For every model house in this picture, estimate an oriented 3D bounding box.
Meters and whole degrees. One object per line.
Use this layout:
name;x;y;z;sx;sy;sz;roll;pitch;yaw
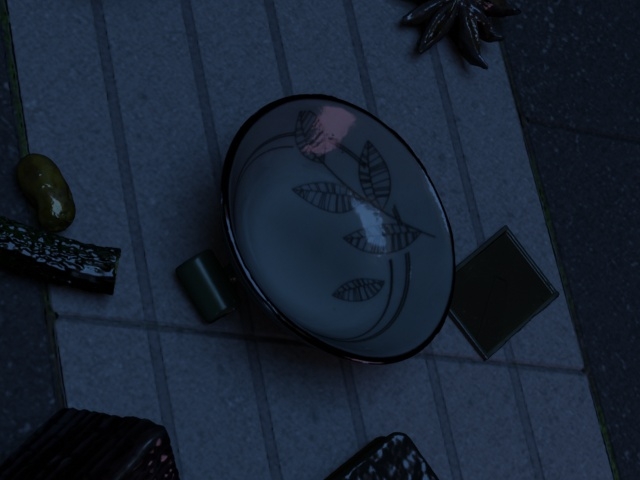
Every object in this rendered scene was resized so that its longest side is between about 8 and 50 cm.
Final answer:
model house;-0.211;0.285;1.206;0.230;0.249;0.280;45;57;-4

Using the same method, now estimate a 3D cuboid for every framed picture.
framed picture;0.210;0.061;1.650;0.149;0.011;0.109;-36;87;-33

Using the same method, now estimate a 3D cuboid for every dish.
dish;0.000;0.000;1.500;0.316;0.106;0.316;19;59;-33

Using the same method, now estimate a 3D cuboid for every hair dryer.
hair dryer;-0.086;0.031;1.505;0.150;0.047;0.071;-29;88;-43

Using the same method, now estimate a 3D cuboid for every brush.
brush;0.046;0.297;1.440;0.197;0.059;0.123;-34;85;-33

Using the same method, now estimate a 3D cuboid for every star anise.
star anise;0.163;-0.303;1.750;0.195;0.065;0.182;24;65;-21

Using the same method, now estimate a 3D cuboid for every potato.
potato;-0.283;-0.049;1.432;0.045;0.046;0.092;-33;75;10

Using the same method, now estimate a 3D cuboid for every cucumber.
cucumber;-0.292;0.010;1.395;0.187;0.058;0.058;19;62;-18
